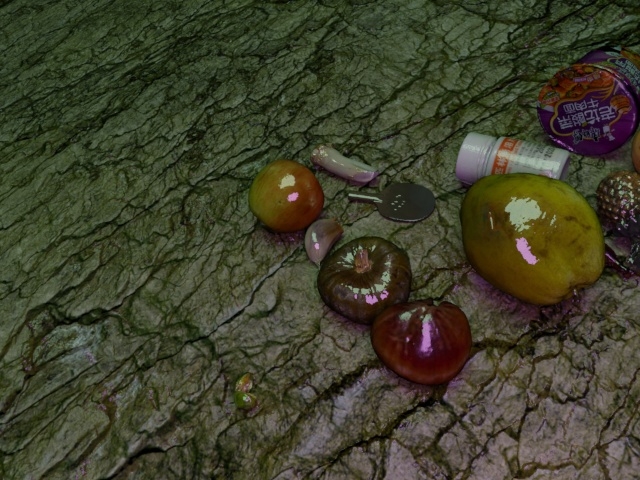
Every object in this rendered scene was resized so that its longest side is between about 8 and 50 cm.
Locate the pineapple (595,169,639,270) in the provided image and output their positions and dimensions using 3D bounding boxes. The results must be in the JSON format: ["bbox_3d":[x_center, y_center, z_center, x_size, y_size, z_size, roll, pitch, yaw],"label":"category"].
[{"bbox_3d":[0.707,-0.036,1.282,0.125,0.125,0.252,-7,54,8],"label":"pineapple"}]

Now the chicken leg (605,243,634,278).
[{"bbox_3d":[0.599,0.025,1.291,0.204,0.053,0.093,9,77,28],"label":"chicken leg"}]

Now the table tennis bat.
[{"bbox_3d":[0.187,-0.107,1.517,0.234,0.022,0.131,10,55,18],"label":"table tennis bat"}]

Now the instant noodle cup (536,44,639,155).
[{"bbox_3d":[0.718,-0.374,1.476,0.251,0.251,0.190,24,52,29],"label":"instant noodle cup"}]

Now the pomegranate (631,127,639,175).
[{"bbox_3d":[0.853,-0.208,1.303,0.260,0.261,0.261,-7,50,8],"label":"pomegranate"}]

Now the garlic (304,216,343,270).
[{"bbox_3d":[-0.002,-0.006,1.446,0.084,0.066,0.152,21,57,25],"label":"garlic"}]

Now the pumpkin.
[{"bbox_3d":[0.106,0.082,1.291,0.218,0.162,0.219,-9,46,9],"label":"pumpkin"}]

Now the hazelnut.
[{"bbox_3d":[0.202,0.200,1.165,0.203,0.178,0.178,13,56,22],"label":"hazelnut"}]

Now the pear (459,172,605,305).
[{"bbox_3d":[0.442,-0.010,1.217,0.269,0.269,0.321,-30,61,-11],"label":"pear"}]

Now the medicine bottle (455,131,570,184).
[{"bbox_3d":[0.478,-0.184,1.430,0.251,0.145,0.145,20,59,28],"label":"medicine bottle"}]

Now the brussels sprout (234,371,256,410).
[{"bbox_3d":[-0.163,0.328,1.234,0.050,0.046,0.083,-16,40,5],"label":"brussels sprout"}]

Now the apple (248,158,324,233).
[{"bbox_3d":[-0.091,-0.109,1.472,0.195,0.196,0.196,-7,50,8],"label":"apple"}]

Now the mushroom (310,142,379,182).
[{"bbox_3d":[0.069,-0.213,1.601,0.209,0.071,0.084,30,34,28],"label":"mushroom"}]
